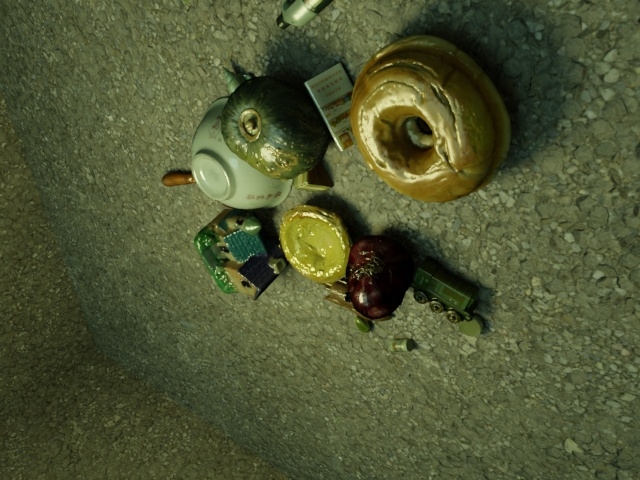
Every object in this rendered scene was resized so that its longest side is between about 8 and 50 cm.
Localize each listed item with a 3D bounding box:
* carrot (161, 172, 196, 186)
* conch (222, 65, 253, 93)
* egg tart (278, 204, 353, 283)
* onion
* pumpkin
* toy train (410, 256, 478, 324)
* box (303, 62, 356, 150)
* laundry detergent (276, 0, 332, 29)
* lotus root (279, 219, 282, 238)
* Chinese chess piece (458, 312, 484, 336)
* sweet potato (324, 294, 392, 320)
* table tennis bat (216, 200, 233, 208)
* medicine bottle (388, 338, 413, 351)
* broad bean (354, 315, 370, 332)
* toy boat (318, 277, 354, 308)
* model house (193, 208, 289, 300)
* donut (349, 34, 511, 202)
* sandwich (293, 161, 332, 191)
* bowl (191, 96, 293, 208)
[{"bbox_3d":[-0.561,-0.251,2.304,0.248,0.059,0.059,2,122,36],"label":"carrot"},{"bbox_3d":[-0.257,-0.504,1.843,0.180,0.088,0.065,49,-177,-11],"label":"conch"},{"bbox_3d":[0.000,0.000,1.953,0.315,0.120,0.314,17,126,25],"label":"egg tart"},{"bbox_3d":[0.184,0.122,1.784,0.221,0.281,0.280,-2,122,16],"label":"onion"},{"bbox_3d":[-0.133,-0.330,1.708,0.327,0.257,0.291,45,124,16],"label":"pumpkin"},{"bbox_3d":[0.391,0.163,1.771,0.226,0.090,0.137,31,133,19],"label":"toy train"},{"bbox_3d":[0.057,-0.382,1.619,0.220,0.122,0.032,60,176,-14],"label":"box"},{"bbox_3d":[-0.045,-0.649,1.531,0.226,0.070,0.099,-21,114,49],"label":"laundry detergent"},{"bbox_3d":[-0.102,0.004,2.082,0.090,0.077,0.183,-8,117,44],"label":"lotus root"},{"bbox_3d":[0.485,0.270,1.815,0.084,0.034,0.084,21,130,27],"label":"Chinese chess piece"},{"bbox_3d":[0.133,0.243,2.075,0.274,0.067,0.067,18,131,26],"label":"sweet potato"},{"bbox_3d":[-0.362,-0.150,2.149,0.098,0.155,0.019,31,99,3],"label":"table tennis bat"},{"bbox_3d":[0.294,0.385,2.060,0.083,0.047,0.047,-13,112,47],"label":"medicine bottle"},{"bbox_3d":[0.160,0.317,2.128,0.063,0.045,0.083,7,132,39],"label":"broad bean"},{"bbox_3d":[0.111,0.185,2.010,0.310,0.115,0.089,23,133,27],"label":"toy boat"},{"bbox_3d":[-0.274,0.051,2.141,0.280,0.245,0.312,11,134,44],"label":"model house"},{"bbox_3d":[0.266,-0.296,1.440,0.449,0.198,0.448,25,136,27],"label":"donut"},{"bbox_3d":[-0.027,-0.250,1.866,0.079,0.114,0.163,-13,77,46],"label":"sandwich"},{"bbox_3d":[-0.322,-0.261,1.978,0.435,0.196,0.434,23,134,26],"label":"bowl"}]
